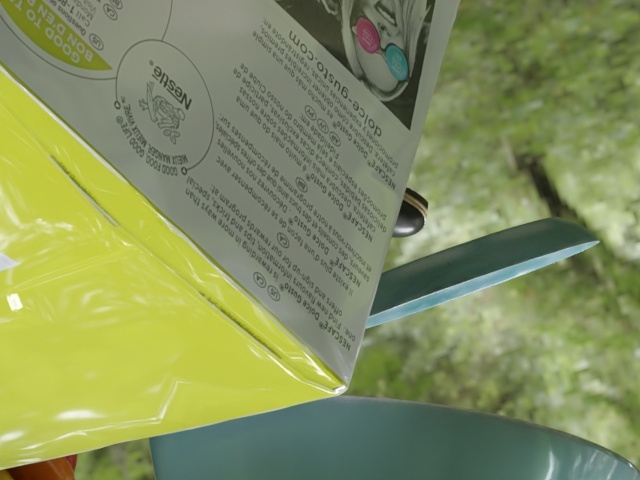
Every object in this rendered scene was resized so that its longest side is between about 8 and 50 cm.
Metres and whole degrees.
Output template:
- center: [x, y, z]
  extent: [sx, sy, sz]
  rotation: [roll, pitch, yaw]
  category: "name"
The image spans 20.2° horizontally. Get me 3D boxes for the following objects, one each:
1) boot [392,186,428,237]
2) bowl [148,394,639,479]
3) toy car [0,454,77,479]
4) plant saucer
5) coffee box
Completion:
- center: [0.000, 0.000, 1.724]
  extent: [0.198, 0.077, 0.137]
  rotation: [8, -133, 1]
  category: "boot"
- center: [0.038, 0.213, 1.104]
  extent: [0.312, 0.163, 0.311]
  rotation: [6, 159, 2]
  category: "bowl"
- center: [-0.276, 0.191, 1.495]
  extent: [0.182, 0.159, 0.136]
  rotation: [8, -146, 44]
  category: "toy car"
- center: [0.141, 0.037, 1.921]
  extent: [0.318, 0.043, 0.317]
  rotation: [-19, 174, -2]
  category: "plant saucer"
- center: [-0.172, -0.104, 1.036]
  extent: [0.338, 0.338, 0.334]
  rotation: [-16, -138, 37]
  category: "coffee box"
